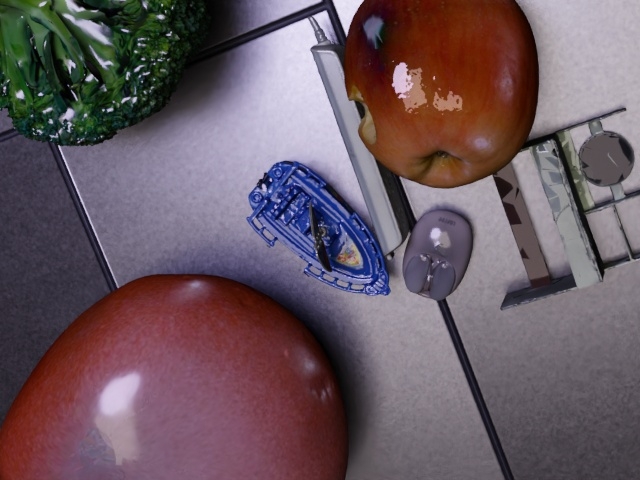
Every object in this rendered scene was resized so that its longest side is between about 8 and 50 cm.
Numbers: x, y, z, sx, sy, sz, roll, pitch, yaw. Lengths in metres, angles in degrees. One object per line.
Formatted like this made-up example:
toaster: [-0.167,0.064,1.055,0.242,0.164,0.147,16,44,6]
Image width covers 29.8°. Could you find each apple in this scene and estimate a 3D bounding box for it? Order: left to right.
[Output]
apple: [0.110,-0.142,1.099,0.199,0.199,0.199,3,103,11]

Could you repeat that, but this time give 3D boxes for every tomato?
tomato: [-0.144,0.208,1.181,0.341,0.273,0.342,2,102,11]

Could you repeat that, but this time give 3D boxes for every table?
table: [0.236,-0.030,1.162,0.175,0.062,0.146,-19,98,18]

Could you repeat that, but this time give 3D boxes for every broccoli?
broccoli: [-0.246,-0.225,1.103,0.297,0.297,0.298,4,95,40]

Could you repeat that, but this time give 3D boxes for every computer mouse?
computer mouse: [0.117,0.016,1.206,0.066,0.039,0.096,20,106,7]

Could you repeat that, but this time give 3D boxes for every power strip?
power strip: [0.038,-0.103,1.185,0.027,0.060,0.253,-18,99,15]

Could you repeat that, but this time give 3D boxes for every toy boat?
toy boat: [0.000,0.000,1.190,0.175,0.110,0.091,41,107,-1]
